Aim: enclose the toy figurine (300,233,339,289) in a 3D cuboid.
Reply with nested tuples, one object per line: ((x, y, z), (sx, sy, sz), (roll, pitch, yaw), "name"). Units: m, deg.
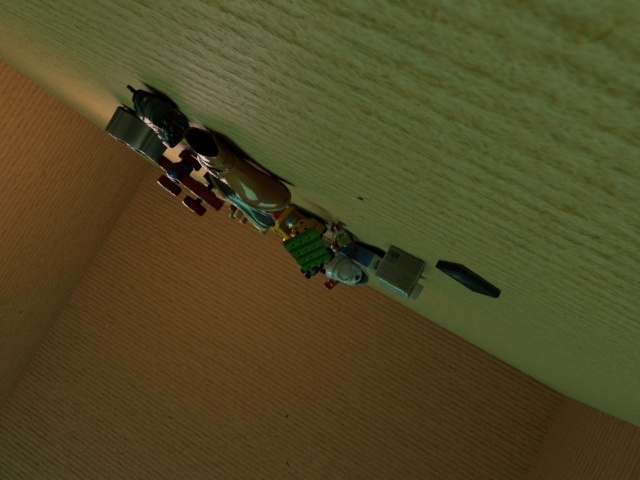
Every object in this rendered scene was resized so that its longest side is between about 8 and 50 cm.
((0.018, 0.067, 1.708), (0.213, 0.148, 0.210), (32, -156, -37), "toy figurine")

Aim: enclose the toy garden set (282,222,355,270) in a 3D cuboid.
((0.000, 0.000, 1.377), (0.244, 0.203, 0.049), (61, -176, -65), "toy garden set")

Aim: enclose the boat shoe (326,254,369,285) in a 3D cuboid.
((0.108, 0.113, 1.529), (0.084, 0.095, 0.258), (28, -172, 28), "boat shoe")

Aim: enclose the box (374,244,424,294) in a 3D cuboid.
((0.242, 0.103, 1.304), (0.114, 0.103, 0.203), (29, 175, 15), "box")

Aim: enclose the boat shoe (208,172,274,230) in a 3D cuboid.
((-0.295, -0.179, 1.666), (0.319, 0.099, 0.116), (46, -160, -10), "boat shoe")

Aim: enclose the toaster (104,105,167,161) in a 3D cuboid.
((-0.646, -0.378, 1.521), (0.168, 0.110, 0.186), (29, 175, 0), "toaster")

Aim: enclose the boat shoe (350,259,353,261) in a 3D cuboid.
((0.093, 0.083, 2.148), (0.178, 0.060, 0.064), (34, 173, -40), "boat shoe")

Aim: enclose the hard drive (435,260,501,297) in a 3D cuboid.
((0.358, 0.095, 1.042), (0.135, 0.022, 0.094), (32, 174, -17), "hard drive")

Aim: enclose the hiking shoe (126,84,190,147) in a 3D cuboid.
((-0.405, -0.316, 1.079), (0.114, 0.086, 0.227), (43, 170, 3), "hiking shoe")

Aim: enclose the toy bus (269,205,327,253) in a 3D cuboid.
((-0.101, -0.060, 1.547), (0.211, 0.149, 0.220), (47, 170, -9), "toy bus")

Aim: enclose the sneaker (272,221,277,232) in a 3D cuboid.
((-0.173, -0.098, 1.787), (0.286, 0.109, 0.130), (35, -173, 23), "sneaker")

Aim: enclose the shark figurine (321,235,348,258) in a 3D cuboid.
((-0.004, 0.031, 1.932), (0.278, 0.116, 0.166), (27, 173, 11), "shark figurine")

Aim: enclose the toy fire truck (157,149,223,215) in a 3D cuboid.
((-0.503, -0.226, 1.655), (0.302, 0.169, 0.254), (40, 175, -14), "toy fire truck")

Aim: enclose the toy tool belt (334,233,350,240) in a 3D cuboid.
((0.077, -0.007, 1.519), (0.051, 0.052, 0.083), (61, 174, 6), "toy tool belt")

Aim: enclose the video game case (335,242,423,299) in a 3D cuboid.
((0.209, 0.097, 1.561), (0.244, 0.061, 0.269), (34, 179, -25), "video game case")

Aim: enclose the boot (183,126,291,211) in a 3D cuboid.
((-0.218, -0.192, 1.136), (0.283, 0.109, 0.220), (36, 173, 16), "boot")

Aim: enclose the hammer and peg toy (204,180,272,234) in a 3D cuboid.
((-0.400, -0.167, 2.085), (0.265, 0.128, 0.361), (25, 173, 41), "hammer and peg toy")
